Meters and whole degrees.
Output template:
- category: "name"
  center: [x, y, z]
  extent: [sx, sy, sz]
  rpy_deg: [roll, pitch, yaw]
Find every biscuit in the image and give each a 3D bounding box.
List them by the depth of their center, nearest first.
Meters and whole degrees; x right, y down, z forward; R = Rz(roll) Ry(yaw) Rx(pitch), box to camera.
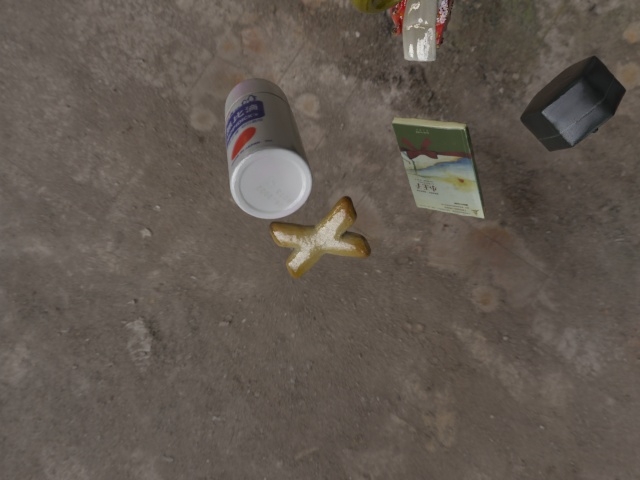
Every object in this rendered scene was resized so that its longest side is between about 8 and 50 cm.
- category: "biscuit"
  center: [0.000, -0.001, 1.343]
  extent: [0.207, 0.047, 0.164]
  rpy_deg: [-18, 117, 13]

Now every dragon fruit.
- category: "dragon fruit"
  center: [0.221, -0.568, 1.271]
  extent: [0.161, 0.126, 0.274]
  rpy_deg: [14, 92, 13]

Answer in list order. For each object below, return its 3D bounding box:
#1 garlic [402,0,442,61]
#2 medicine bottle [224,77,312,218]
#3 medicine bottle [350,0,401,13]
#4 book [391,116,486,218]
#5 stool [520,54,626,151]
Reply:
- category: "garlic"
  center: [0.124, -0.245, 0.489]
  extent: [0.127, 0.131, 0.194]
  rpy_deg: [17, 85, -31]
- category: "medicine bottle"
  center: [-0.101, -0.181, 1.004]
  extent: [0.130, 0.341, 0.130]
  rpy_deg: [-5, 126, -7]
- category: "medicine bottle"
  center: [0.037, -0.574, 0.893]
  extent: [0.224, 0.224, 0.384]
  rpy_deg: [-36, 87, -4]
- category: "book"
  center: [0.294, -0.177, 1.408]
  extent: [0.201, 0.289, 0.026]
  rpy_deg: [14, 55, 38]
- category: "stool"
  center: [0.636, -0.342, 1.449]
  extent: [0.141, 0.232, 0.232]
  rpy_deg: [43, 86, -6]
